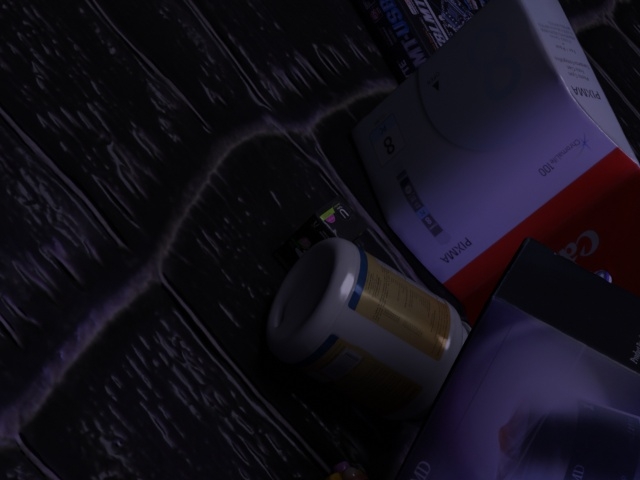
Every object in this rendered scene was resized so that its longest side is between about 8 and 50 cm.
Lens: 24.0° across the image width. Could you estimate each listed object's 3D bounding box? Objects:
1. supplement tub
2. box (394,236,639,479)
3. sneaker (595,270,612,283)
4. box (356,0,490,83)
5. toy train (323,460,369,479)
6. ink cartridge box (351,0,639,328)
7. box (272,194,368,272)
[{"bbox_3d":[0.058,0.101,1.590,0.199,0.144,0.144,32,39,-21],"label":"supplement tub"},{"bbox_3d":[0.242,0.208,1.411,0.294,0.296,0.183,28,25,9],"label":"box"},{"bbox_3d":[0.262,0.018,1.930,0.236,0.130,0.323,12,65,-7],"label":"sneaker"},{"bbox_3d":[0.191,-0.300,2.166,0.293,0.073,0.295,-7,63,-48],"label":"box"},{"bbox_3d":[0.048,0.281,1.496,0.125,0.046,0.166,48,35,1],"label":"toy train"},{"bbox_3d":[0.214,-0.057,1.761,0.091,0.308,0.385,7,53,-42],"label":"ink cartridge box"},{"bbox_3d":[0.000,0.000,1.676,0.052,0.083,0.062,49,36,1],"label":"box"}]
